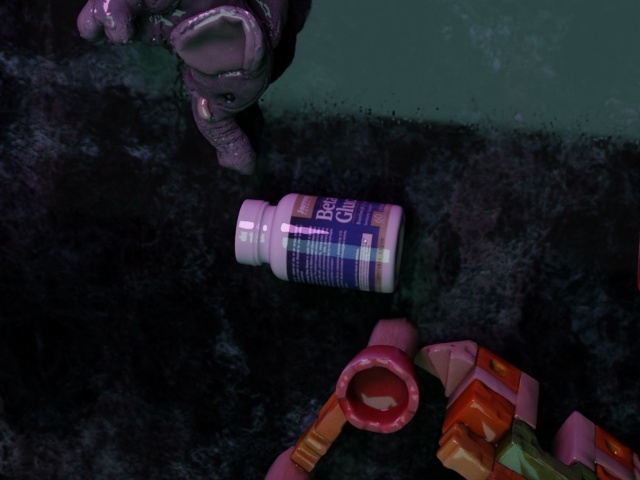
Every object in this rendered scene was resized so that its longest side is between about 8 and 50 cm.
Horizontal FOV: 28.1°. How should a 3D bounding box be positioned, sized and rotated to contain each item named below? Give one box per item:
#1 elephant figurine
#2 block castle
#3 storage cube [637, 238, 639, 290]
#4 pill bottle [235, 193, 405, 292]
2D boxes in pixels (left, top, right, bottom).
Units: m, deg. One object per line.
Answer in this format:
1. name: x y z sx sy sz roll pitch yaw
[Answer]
1. elephant figurine: -0.104 -0.207 1.275 0.239 0.186 0.169 35 70 -14
2. block castle: 0.163 0.320 1.366 0.453 0.213 0.303 35 112 -2
3. storage cube: 0.432 0.020 1.207 0.193 0.215 0.184 -38 100 27
4. pill bottle: 0.000 0.000 1.343 0.169 0.094 0.094 7 111 8
